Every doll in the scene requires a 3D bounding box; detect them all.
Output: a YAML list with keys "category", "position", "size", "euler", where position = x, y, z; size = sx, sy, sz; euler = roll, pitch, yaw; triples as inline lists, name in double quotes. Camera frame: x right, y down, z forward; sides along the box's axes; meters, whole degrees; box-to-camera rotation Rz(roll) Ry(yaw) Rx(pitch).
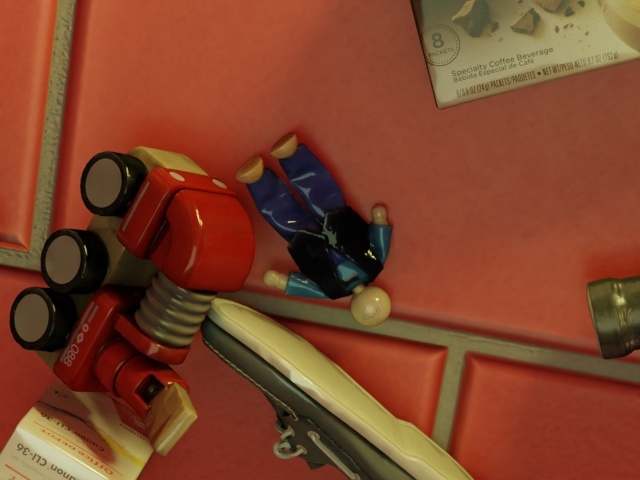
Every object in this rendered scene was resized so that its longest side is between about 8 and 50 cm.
- category: "doll"
  position: [0.000, 0.000, 1.479]
  size: [0.129, 0.046, 0.189]
  euler: [-36, 104, 4]

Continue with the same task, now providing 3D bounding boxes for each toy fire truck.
- category: "toy fire truck"
  position: [-0.135, 0.064, 1.398]
  size: [0.246, 0.158, 0.217]
  euler: [40, 107, 32]

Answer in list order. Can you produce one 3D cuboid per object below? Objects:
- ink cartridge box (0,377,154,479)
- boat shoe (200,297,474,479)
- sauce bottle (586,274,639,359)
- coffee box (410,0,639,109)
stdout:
- category: "ink cartridge box"
  position: [-0.222, 0.200, 1.478]
  size: [0.115, 0.198, 0.067]
  euler: [31, 106, -2]
- category: "boat shoe"
  position: [0.006, 0.177, 1.489]
  size: [0.319, 0.116, 0.099]
  euler: [38, 101, -9]
- category: "sauce bottle"
  position: [0.403, 0.035, 1.409]
  size: [0.344, 0.111, 0.111]
  euler: [-11, 102, 11]
- category: "coffee box"
  position: [0.219, -0.228, 1.357]
  size: [0.297, 0.119, 0.168]
  euler: [-13, 100, 9]
